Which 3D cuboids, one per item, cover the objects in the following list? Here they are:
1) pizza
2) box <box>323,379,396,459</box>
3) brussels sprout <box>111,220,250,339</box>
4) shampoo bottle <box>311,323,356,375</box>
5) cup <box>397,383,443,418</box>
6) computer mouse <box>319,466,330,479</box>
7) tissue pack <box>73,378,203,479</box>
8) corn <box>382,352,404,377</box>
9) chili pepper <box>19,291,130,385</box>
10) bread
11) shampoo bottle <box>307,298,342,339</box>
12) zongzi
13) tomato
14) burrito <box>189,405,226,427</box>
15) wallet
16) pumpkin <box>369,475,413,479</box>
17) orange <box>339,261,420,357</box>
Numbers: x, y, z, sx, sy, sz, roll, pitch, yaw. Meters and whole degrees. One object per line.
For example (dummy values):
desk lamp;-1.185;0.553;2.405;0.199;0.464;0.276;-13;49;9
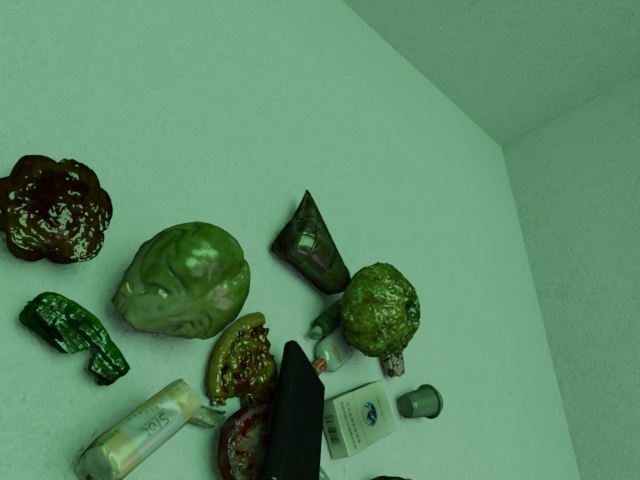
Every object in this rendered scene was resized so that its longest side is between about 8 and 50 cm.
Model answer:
pizza;-0.178;0.329;1.341;0.229;0.081;0.290;49;38;-16
box;0.115;0.537;1.553;0.256;0.069;0.164;-2;71;-50
brussels sprout;-0.304;0.103;1.183;0.243;0.316;0.273;51;8;30
shampoo bottle;0.034;0.352;1.590;0.220;0.051;0.108;-32;98;-51
cup;0.342;0.568;1.769;0.141;0.120;0.120;-2;69;-37
computer mouse;-0.009;0.718;1.290;0.159;0.097;0.289;-9;60;-48
tissue pack;-0.359;0.388;1.020;0.090;0.186;0.222;50;38;6
corn;0.243;0.342;1.809;0.092;0.092;0.281;10;66;-45
chili pepper;-0.499;0.202;1.060;0.253;0.083;0.099;50;41;-22
bread;-0.576;-0.070;1.086;0.232;0.135;0.247;20;55;-40
shampoo bottle;0.027;0.256;1.628;0.204;0.065;0.065;-33;94;-52
zongzi;0.000;0.000;1.699;0.286;0.138;0.300;42;41;-27
tomato;-0.168;0.513;1.232;0.225;0.084;0.225;38;41;-43
burrito;-0.286;0.410;1.201;0.149;0.041;0.055;31;34;-34
wallet;-0.059;0.474;1.296;0.406;0.062;0.229;-84;150;-55
pumpkin;0.238;0.800;1.486;0.280;0.139;0.190;36;46;-32
orange;0.197;0.213;1.613;0.300;0.223;0.302;-41;120;-49
